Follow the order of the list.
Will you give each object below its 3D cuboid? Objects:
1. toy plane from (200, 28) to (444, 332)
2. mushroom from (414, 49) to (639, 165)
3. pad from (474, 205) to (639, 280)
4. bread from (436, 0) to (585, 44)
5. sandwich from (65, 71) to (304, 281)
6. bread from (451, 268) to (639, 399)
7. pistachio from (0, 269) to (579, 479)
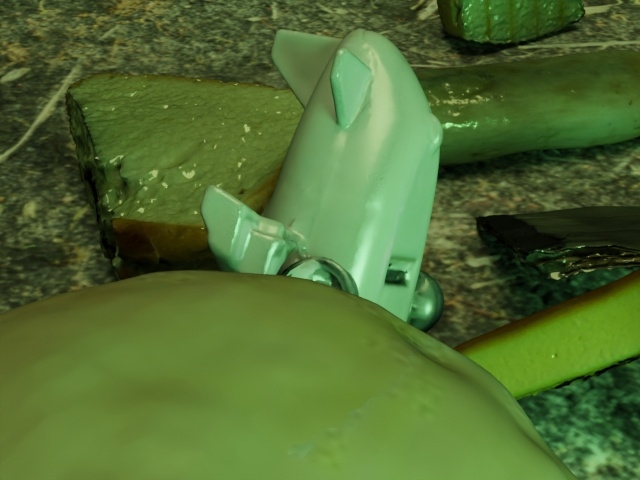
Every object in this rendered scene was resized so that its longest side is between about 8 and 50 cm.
[{"bbox_3d":[0.005,0.001,0.776,0.122,0.267,0.267,10,35,25],"label":"toy plane"},{"bbox_3d":[0.151,-0.111,1.084,0.312,0.081,0.100,-8,45,-16],"label":"mushroom"},{"bbox_3d":[0.212,-0.006,0.893,0.174,0.022,0.233,-3,8,-1],"label":"pad"},{"bbox_3d":[0.186,-0.261,1.298,0.156,0.103,0.110,-12,23,-24],"label":"bread"},{"bbox_3d":[-0.119,-0.042,0.953,0.288,0.100,0.254,9,38,27],"label":"sandwich"},{"bbox_3d":[0.166,0.058,0.766,0.226,0.049,0.088,-26,-14,28],"label":"bread"},{"bbox_3d":[-0.060,0.197,0.448,0.365,0.281,0.445,34,49,4],"label":"pistachio"}]
